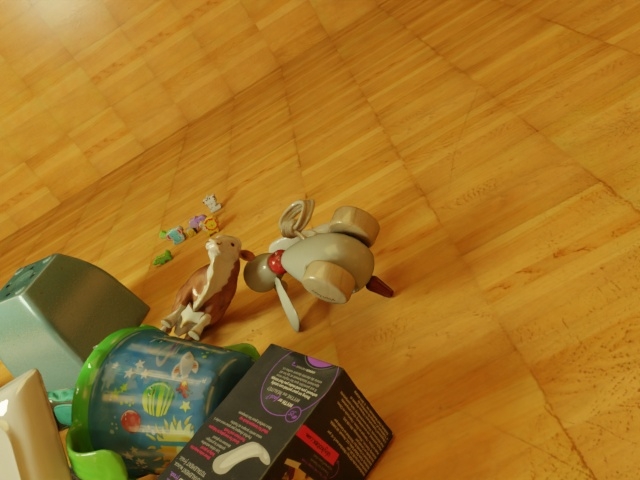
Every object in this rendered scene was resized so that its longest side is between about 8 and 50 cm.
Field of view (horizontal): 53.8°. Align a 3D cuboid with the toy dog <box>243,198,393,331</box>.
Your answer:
[{"bbox_3d":[0.005,0.058,1.116,0.220,0.161,0.333,-52,22,-9],"label":"toy dog"}]

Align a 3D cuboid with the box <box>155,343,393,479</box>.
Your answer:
[{"bbox_3d":[-0.065,0.287,0.786,0.165,0.143,0.270,6,47,51],"label":"box"}]

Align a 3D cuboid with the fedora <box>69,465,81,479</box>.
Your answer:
[{"bbox_3d":[-0.465,0.445,0.995,0.243,0.124,0.275,-38,27,-7],"label":"fedora"}]

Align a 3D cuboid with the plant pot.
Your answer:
[{"bbox_3d":[-0.605,0.179,1.450,0.247,0.252,0.247,-19,31,28],"label":"plant pot"}]

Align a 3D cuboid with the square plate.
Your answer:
[{"bbox_3d":[-0.470,0.403,0.873,0.344,0.347,0.049,-28,-15,20],"label":"square plate"}]

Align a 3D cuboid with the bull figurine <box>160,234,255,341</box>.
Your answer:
[{"bbox_3d":[-0.230,0.116,1.203,0.188,0.101,0.310,-57,1,-37],"label":"bull figurine"}]

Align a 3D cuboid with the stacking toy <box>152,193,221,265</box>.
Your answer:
[{"bbox_3d":[-0.374,-0.033,1.763,0.221,0.052,0.167,-30,27,10],"label":"stacking toy"}]

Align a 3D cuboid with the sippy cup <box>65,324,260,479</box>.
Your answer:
[{"bbox_3d":[-0.205,0.248,0.944,0.224,0.240,0.306,-3,50,29],"label":"sippy cup"}]

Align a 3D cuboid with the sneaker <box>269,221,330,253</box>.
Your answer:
[{"bbox_3d":[0.000,0.000,1.284,0.212,0.080,0.094,-13,21,23],"label":"sneaker"}]

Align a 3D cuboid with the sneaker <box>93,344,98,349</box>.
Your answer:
[{"bbox_3d":[-0.378,0.269,1.154,0.094,0.153,0.235,-20,30,29],"label":"sneaker"}]

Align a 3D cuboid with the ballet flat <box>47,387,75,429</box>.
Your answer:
[{"bbox_3d":[-0.522,0.342,1.300,0.247,0.083,0.087,-12,10,36],"label":"ballet flat"}]
